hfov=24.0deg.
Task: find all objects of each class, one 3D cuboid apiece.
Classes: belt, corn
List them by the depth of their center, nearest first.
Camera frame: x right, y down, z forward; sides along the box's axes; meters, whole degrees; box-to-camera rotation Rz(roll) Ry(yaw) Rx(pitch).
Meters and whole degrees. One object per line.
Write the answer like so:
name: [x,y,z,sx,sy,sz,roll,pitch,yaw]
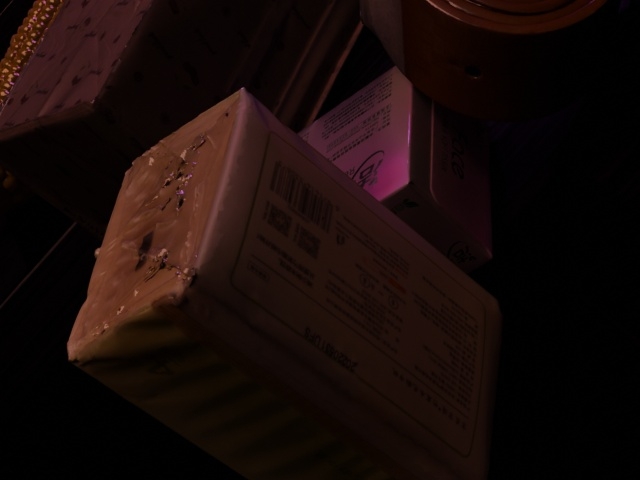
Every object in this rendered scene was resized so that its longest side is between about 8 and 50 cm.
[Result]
belt: [0.113,-0.202,1.025,0.184,0.105,0.261,-11,55,-4]
corn: [-0.288,-0.186,1.659,0.130,0.130,0.347,8,66,57]

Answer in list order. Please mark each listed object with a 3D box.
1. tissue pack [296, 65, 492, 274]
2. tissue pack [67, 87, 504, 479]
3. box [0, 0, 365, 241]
tissue pack: [0.000,0.000,1.066,0.246,0.092,0.149,-32,32,30]
tissue pack: [-0.013,0.049,0.878,0.125,0.234,0.159,-31,34,35]
box: [-0.121,-0.165,1.338,0.225,0.190,0.297,-9,48,52]
